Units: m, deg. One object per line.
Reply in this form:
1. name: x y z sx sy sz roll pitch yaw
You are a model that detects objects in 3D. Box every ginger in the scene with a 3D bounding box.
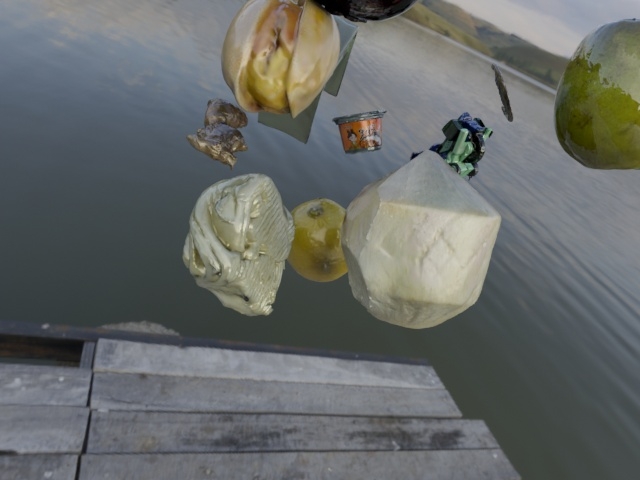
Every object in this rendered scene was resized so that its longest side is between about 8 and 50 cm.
1. ginger: -0.212 -0.251 1.006 0.122 0.084 0.290 21 31 -14

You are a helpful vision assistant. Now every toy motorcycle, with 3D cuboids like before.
1. toy motorcycle: 0.396 -0.260 1.440 0.125 0.331 0.196 -13 64 -30

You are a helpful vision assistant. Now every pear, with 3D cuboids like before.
1. pear: 0.624 -0.296 0.931 0.253 0.306 0.253 -1 19 0

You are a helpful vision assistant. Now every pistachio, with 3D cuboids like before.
1. pistachio: -0.073 -0.374 0.904 0.230 0.229 0.308 21 51 -12

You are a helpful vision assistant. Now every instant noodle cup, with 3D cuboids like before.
1. instant noodle cup: 0.133 -0.351 1.475 0.178 0.125 0.208 -12 12 -20

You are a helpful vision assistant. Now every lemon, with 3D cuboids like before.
1. lemon: 0.000 0.002 1.443 0.260 0.260 0.284 48 5 34

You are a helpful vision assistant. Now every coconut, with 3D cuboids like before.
1. coconut: 0.221 -0.011 1.076 0.345 0.414 0.415 6 34 -23

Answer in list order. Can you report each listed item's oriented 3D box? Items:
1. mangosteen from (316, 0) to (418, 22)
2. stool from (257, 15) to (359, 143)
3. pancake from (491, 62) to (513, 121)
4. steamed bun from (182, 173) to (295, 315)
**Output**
1. mangosteen: 0.090 -0.546 0.775 0.297 0.313 0.297 26 7 -3
2. stool: -0.040 -0.464 1.259 0.171 0.269 0.243 26 61 2
3. pancake: 0.572 -0.464 1.415 0.190 0.020 0.184 69 21 -9
4. steamed bun: -0.238 0.013 1.176 0.238 0.393 0.347 11 18 24
